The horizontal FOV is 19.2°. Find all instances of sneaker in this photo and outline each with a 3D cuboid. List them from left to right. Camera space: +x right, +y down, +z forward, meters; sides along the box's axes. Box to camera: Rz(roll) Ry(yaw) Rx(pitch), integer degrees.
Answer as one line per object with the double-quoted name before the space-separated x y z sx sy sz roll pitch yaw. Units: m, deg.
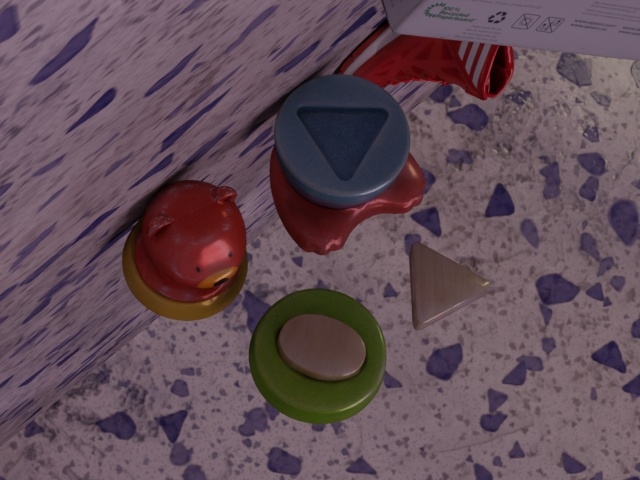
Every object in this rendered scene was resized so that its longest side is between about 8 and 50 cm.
"sneaker" 0.108 -0.169 1.904 0.087 0.128 0.221 -39 177 -35

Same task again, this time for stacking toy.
"stacking toy" 0.000 0.000 1.779 0.309 0.279 0.130 -38 166 -21

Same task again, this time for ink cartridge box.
"ink cartridge box" 0.265 -0.262 1.521 0.324 0.071 0.330 3 150 -36
